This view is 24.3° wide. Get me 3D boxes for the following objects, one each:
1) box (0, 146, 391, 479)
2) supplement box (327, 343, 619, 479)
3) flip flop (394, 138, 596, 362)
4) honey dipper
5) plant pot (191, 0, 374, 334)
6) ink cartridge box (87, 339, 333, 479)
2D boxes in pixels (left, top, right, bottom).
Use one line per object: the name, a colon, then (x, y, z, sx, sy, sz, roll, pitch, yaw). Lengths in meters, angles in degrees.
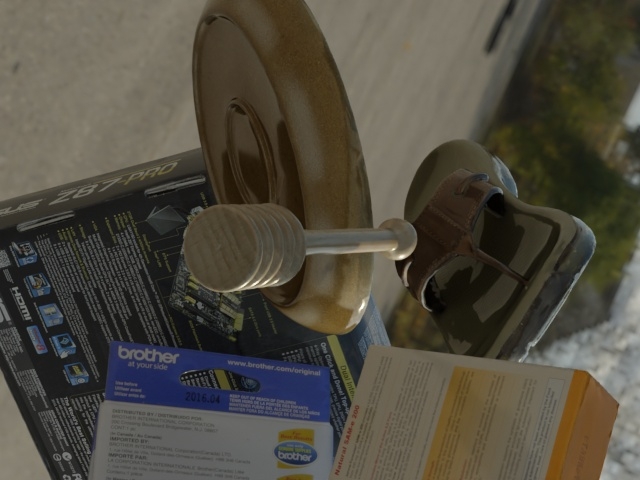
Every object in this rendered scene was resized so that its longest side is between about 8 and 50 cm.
box: (-0.099, 0.124, 1.271, 0.097, 0.318, 0.395, -59, 132, -62)
supplement box: (0.058, 0.079, 0.574, 0.036, 0.098, 0.062, 41, 61, -49)
flip flop: (0.082, -0.002, 0.879, 0.112, 0.080, 0.277, -57, -161, 14)
honey dipper: (0.000, 0.000, 0.566, 0.161, 0.030, 0.030, -5, 120, -65)
plant pot: (-0.032, -0.053, 0.908, 0.236, 0.032, 0.236, 165, -90, -71)
ink cartridge box: (-0.086, 0.234, 1.109, 0.065, 0.186, 0.311, 116, -21, -61)
